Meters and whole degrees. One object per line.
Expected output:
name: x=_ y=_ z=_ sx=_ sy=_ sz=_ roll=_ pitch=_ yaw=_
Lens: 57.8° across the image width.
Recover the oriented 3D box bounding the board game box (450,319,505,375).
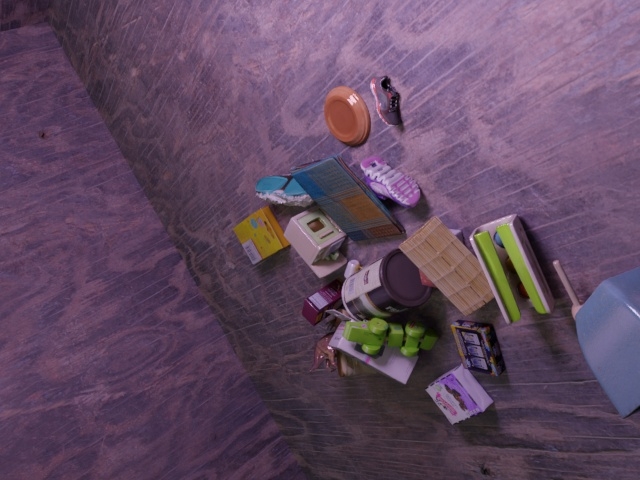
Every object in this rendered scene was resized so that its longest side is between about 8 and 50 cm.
board game box: x=0.513 y=0.348 z=1.892 sx=0.141 sy=0.048 sz=0.170 roll=3 pitch=117 yaw=54

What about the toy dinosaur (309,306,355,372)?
toy dinosaur: x=0.054 y=0.419 z=2.397 sx=0.200 sy=0.296 sz=0.127 roll=55 pitch=176 yaw=10

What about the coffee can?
coffee can: x=0.224 y=0.161 z=1.991 sx=0.201 sy=0.202 sz=0.275 roll=58 pitch=147 yaw=3

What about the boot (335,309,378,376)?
boot: x=0.166 y=0.402 z=2.290 sx=0.095 sy=0.204 sz=0.261 roll=124 pitch=145 yaw=-71

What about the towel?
towel: x=0.087 y=-0.136 z=1.963 sx=0.370 sy=0.040 sz=0.271 roll=45 pitch=151 yaw=-25

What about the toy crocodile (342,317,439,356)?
toy crocodile: x=0.245 y=0.322 z=1.998 sx=0.105 sy=0.341 sz=0.115 roll=-98 pitch=15 yaw=-60

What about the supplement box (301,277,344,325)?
supplement box: x=0.022 y=0.245 z=2.328 sx=0.081 sy=0.188 sz=0.104 roll=42 pitch=143 yaw=24

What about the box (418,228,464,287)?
box: x=0.377 y=0.055 z=1.809 sx=0.130 sy=0.091 sz=0.170 roll=9 pitch=121 yaw=49

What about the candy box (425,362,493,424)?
candy box: x=0.487 y=0.547 z=2.056 sx=0.164 sy=0.070 sz=0.196 roll=52 pitch=145 yaw=12

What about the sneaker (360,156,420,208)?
sneaker: x=0.222 y=-0.169 z=1.852 sx=0.236 sy=0.095 sz=0.104 roll=43 pitch=150 yaw=32

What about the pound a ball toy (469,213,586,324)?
pound a ball toy: x=0.572 y=0.084 z=1.572 sx=0.208 sy=0.136 sz=0.319 roll=-23 pitch=97 yaw=31

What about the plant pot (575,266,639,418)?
plant pot: x=0.743 y=0.204 z=1.322 sx=0.252 sy=0.248 sz=0.247 roll=58 pitch=151 yaw=33

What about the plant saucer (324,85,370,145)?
plant saucer: x=0.078 y=-0.404 z=1.901 sx=0.200 sy=0.037 sz=0.199 roll=33 pitch=138 yaw=36

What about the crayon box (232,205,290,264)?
crayon box: x=-0.256 y=-0.025 z=2.585 sx=0.319 sy=0.081 sz=0.202 roll=-26 pitch=94 yaw=57

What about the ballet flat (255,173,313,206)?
ballet flat: x=-0.097 y=-0.189 z=2.241 sx=0.409 sy=0.147 sz=0.146 roll=10 pitch=123 yaw=53

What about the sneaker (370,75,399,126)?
sneaker: x=0.202 y=-0.413 z=1.716 sx=0.065 sy=0.061 sz=0.157 roll=-16 pitch=102 yaw=49

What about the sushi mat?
sushi mat: x=0.390 y=0.081 z=1.725 sx=0.151 sy=0.019 sz=0.316 roll=-41 pitch=103 yaw=20

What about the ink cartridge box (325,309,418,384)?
ink cartridge box: x=0.159 y=0.388 z=2.136 sx=0.354 sy=0.119 sz=0.207 roll=30 pitch=169 yaw=-3

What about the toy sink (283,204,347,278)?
toy sink: x=0.000 y=0.000 z=2.206 sx=0.234 sy=0.153 sz=0.131 roll=51 pitch=145 yaw=16

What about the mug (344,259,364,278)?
mug: x=0.133 y=0.109 z=2.213 sx=0.062 sy=0.078 sz=0.064 roll=-110 pitch=24 yaw=-56
